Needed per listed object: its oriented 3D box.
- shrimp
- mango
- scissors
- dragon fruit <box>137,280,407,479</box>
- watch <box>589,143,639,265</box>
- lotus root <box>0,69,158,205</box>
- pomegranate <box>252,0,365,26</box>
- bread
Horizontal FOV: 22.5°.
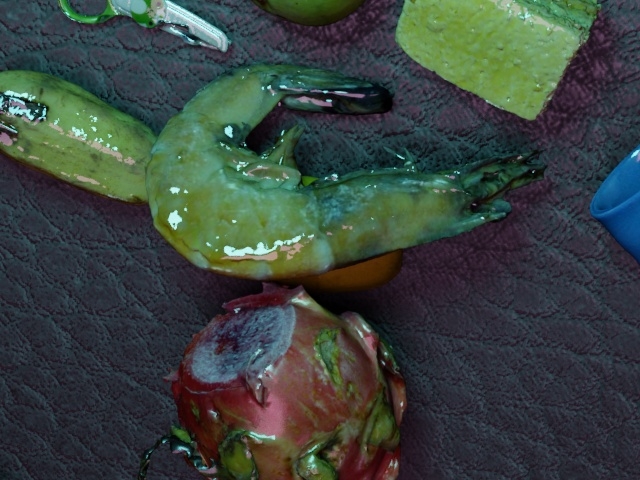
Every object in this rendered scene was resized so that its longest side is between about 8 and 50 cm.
[{"bbox_3d":[0.029,-0.085,1.776,0.445,0.085,0.272,-5,62,-5],"label":"shrimp"},{"bbox_3d":[0.000,0.000,1.841,0.195,0.098,0.137,19,105,-6],"label":"mango"},{"bbox_3d":[-0.194,-0.265,1.815,0.204,0.027,0.101,25,111,1],"label":"scissors"},{"bbox_3d":[-0.026,0.211,1.821,0.250,0.269,0.291,-7,130,32],"label":"dragon fruit"},{"bbox_3d":[0.401,-0.056,1.729,0.200,0.196,0.171,-41,89,9],"label":"watch"},{"bbox_3d":[-0.281,-0.116,1.839,0.258,0.097,0.110,27,115,-10],"label":"lotus root"},{"bbox_3d":[-0.007,-0.330,1.696,0.179,0.179,0.210,34,107,-4],"label":"pomegranate"},{"bbox_3d":[0.187,-0.236,1.728,0.196,0.102,0.138,25,130,1],"label":"bread"}]
